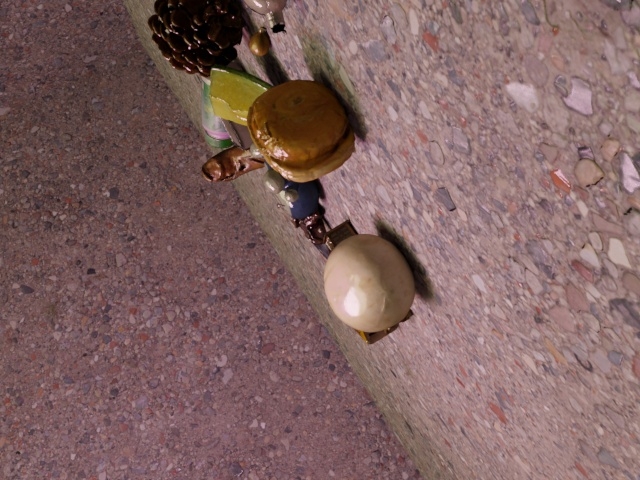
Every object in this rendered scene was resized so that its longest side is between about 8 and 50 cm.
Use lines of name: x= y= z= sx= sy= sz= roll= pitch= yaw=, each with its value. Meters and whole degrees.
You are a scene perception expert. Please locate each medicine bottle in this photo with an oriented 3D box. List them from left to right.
medicine bottle: x=-0.319 y=-0.433 z=2.046 sx=0.133 sy=0.133 sz=0.274 roll=53 pitch=149 yaw=31

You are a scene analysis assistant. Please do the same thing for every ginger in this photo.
ginger: x=-0.244 y=-0.269 z=2.099 sx=0.133 sy=0.309 sz=0.107 roll=-83 pitch=-27 yaw=-51

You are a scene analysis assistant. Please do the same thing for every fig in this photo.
fig: x=-0.144 y=-0.485 z=1.531 sx=0.050 sy=0.050 sz=0.083 roll=56 pitch=152 yaw=17

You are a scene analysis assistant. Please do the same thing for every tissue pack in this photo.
tissue pack: x=0.150 y=0.239 z=1.991 sx=0.169 sy=0.120 sz=0.082 roll=39 pitch=156 yaw=59

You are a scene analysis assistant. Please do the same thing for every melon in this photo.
melon: x=-0.137 y=-0.334 z=1.644 sx=0.323 sy=0.124 sz=0.196 roll=26 pitch=175 yaw=5

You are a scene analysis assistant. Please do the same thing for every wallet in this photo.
wallet: x=0.001 y=-0.001 z=2.265 sx=0.166 sy=0.030 sz=0.111 roll=49 pitch=161 yaw=37

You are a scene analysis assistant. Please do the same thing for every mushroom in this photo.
mushroom: x=0.126 y=0.103 z=1.555 sx=0.246 sy=0.202 sz=0.246 roll=5 pitch=98 yaw=40

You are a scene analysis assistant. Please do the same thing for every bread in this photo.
bread: x=-0.044 y=-0.236 z=1.328 sx=0.236 sy=0.198 sz=0.120 roll=55 pitch=164 yaw=25

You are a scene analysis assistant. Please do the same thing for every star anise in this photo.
star anise: x=-0.044 y=-0.066 z=2.109 sx=0.220 sy=0.098 sz=0.214 roll=74 pitch=172 yaw=-55

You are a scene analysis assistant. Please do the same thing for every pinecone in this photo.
pinecone: x=-0.309 y=-0.543 z=1.644 sx=0.257 sy=0.243 sz=0.244 roll=21 pitch=146 yaw=39

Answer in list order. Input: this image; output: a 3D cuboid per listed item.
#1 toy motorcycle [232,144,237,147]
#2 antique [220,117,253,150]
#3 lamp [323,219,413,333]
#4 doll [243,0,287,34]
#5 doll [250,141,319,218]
toy motorcycle: x=-0.304 y=-0.412 z=2.242 sx=0.221 sy=0.147 sz=0.326 roll=-35 pitch=79 yaw=57
antique: x=-0.220 y=-0.374 z=1.905 sx=0.147 sy=0.147 sz=0.152 roll=65 pitch=169 yaw=-28
lamp: x=0.129 y=0.101 z=1.785 sx=0.325 sy=0.089 sz=0.090 roll=56 pitch=168 yaw=12
doll: x=-0.111 y=-0.499 z=1.188 sx=0.149 sy=0.095 sz=0.192 roll=51 pitch=165 yaw=27
doll: x=-0.097 y=-0.174 z=1.882 sx=0.258 sy=0.154 sz=0.228 roll=75 pitch=168 yaw=-53
